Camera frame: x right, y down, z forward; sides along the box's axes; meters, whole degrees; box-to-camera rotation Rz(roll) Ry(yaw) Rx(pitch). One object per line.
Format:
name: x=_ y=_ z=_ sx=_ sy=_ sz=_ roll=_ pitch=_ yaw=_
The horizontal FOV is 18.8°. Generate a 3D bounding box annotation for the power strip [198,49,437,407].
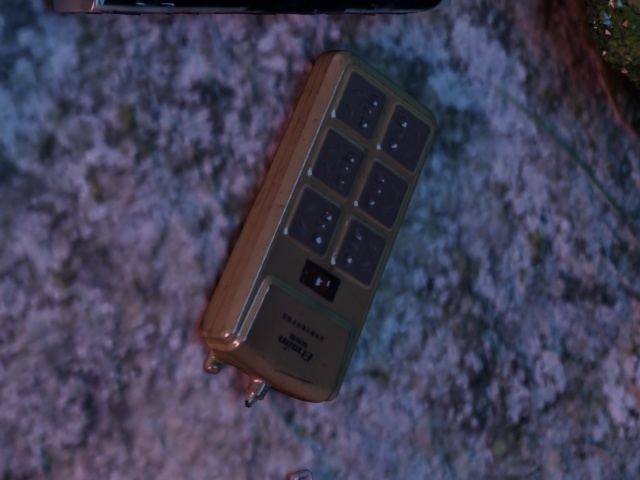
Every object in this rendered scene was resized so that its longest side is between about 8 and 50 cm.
power strip: x=0.000 y=0.000 z=0.886 sx=0.076 sy=0.028 sz=0.168 roll=32 pitch=72 yaw=-36

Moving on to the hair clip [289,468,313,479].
hair clip: x=0.005 y=0.165 z=0.892 sx=0.030 sy=0.039 sz=0.115 roll=-24 pitch=109 yaw=-31

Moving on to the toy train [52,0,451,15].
toy train: x=-0.023 y=-0.120 z=0.850 sx=0.208 sy=0.047 sz=0.043 roll=-5 pitch=96 yaw=-40

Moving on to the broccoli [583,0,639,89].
broccoli: x=0.280 y=-0.166 z=0.966 sx=0.308 sy=0.275 sz=0.307 roll=-21 pitch=130 yaw=-26
